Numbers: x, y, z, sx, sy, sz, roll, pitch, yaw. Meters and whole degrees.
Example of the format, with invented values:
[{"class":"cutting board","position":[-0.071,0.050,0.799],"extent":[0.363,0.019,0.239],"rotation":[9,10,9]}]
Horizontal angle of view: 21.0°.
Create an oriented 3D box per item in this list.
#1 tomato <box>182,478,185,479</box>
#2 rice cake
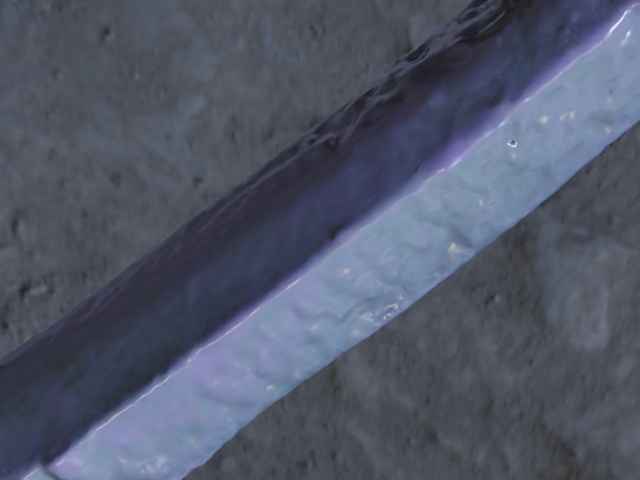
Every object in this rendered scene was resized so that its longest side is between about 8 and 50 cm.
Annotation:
[{"class":"tomato","position":[-0.158,0.166,1.114],"extent":[0.228,0.101,0.228],"rotation":[31,41,-31]},{"class":"rice cake","position":[0.000,0.000,0.599],"extent":[0.365,0.056,0.072],"rotation":[-37,43,9]}]
